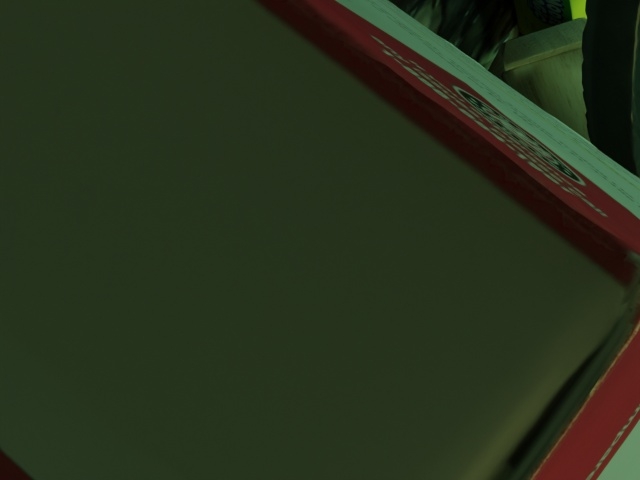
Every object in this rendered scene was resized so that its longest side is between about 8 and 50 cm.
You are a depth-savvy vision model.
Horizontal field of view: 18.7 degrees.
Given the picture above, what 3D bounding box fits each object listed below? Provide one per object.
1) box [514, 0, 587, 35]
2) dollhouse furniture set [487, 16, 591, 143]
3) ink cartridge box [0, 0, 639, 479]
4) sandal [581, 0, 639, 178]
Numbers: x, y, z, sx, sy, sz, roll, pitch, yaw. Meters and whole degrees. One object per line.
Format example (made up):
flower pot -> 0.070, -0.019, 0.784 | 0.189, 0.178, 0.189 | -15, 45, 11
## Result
box -> 0.129, -0.147, 0.869 | 0.105, 0.043, 0.179 | -50, 163, -6
dollhouse furniture set -> -0.024, 0.051, 0.873 | 0.355, 0.174, 0.303 | -18, 167, -9
ink cartridge box -> 0.000, 0.000, 0.538 | 0.131, 0.226, 0.306 | -54, 161, 7
sandal -> 0.201, -0.191, 0.694 | 0.167, 0.107, 0.446 | -14, 124, -48
